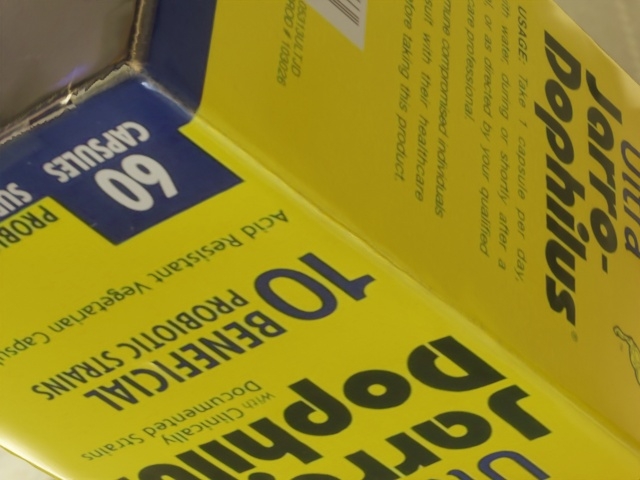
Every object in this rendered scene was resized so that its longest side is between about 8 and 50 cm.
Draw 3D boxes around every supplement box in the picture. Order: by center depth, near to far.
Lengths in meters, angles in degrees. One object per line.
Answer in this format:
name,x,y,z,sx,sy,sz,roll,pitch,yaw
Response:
supplement box,0.000,0.000,0.728,0.194,0.195,0.356,-26,133,34
